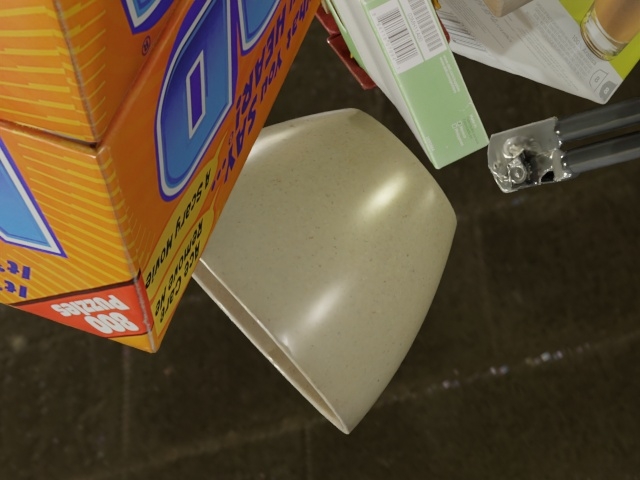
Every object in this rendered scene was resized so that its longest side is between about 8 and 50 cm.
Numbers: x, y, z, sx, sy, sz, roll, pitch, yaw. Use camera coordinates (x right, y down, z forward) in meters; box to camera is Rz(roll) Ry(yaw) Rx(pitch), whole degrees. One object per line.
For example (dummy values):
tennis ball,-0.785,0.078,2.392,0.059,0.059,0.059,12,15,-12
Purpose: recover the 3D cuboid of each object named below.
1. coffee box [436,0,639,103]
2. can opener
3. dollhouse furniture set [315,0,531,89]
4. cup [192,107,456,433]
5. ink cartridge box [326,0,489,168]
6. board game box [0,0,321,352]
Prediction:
coffee box,0.280,-0.440,1.998,0.334,0.337,0.338,-52,36,-5
can opener,0.322,-0.118,1.793,0.283,0.095,0.076,-14,87,42
dollhouse furniture set,0.154,-0.328,1.519,0.374,0.201,0.152,-29,71,-5
cup,0.000,0.000,1.577,0.237,0.331,0.331,-43,49,-8
ink cartridge box,0.052,-0.185,1.267,0.056,0.171,0.235,-28,35,1
board game box,-0.186,-0.226,0.681,0.356,0.356,0.356,17,62,12
